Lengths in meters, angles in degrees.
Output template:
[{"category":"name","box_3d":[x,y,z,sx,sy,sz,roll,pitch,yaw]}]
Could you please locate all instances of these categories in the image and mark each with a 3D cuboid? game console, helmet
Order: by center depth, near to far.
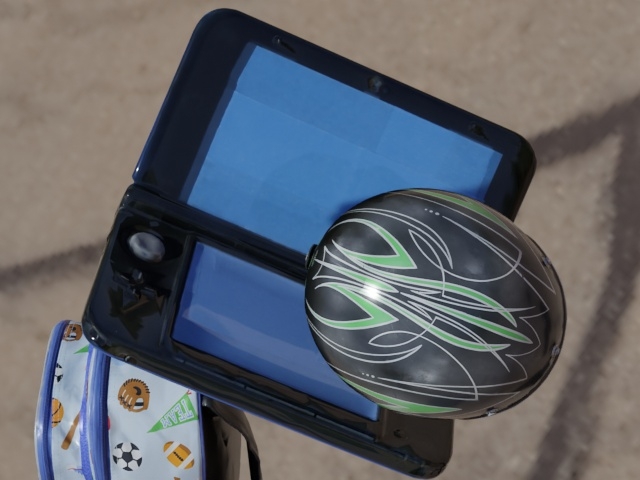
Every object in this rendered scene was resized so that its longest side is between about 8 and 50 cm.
[{"category":"helmet","box_3d":[0.075,0.043,1.338,0.169,0.169,0.161,-57,14,-3]},{"category":"game console","box_3d":[0.000,0.000,1.491,0.250,0.293,0.173,-80,15,-55]}]

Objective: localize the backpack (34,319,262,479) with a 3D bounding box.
[{"category":"backpack","box_3d":[-0.151,0.157,1.823,0.263,0.213,0.276,97,172,-48]}]
